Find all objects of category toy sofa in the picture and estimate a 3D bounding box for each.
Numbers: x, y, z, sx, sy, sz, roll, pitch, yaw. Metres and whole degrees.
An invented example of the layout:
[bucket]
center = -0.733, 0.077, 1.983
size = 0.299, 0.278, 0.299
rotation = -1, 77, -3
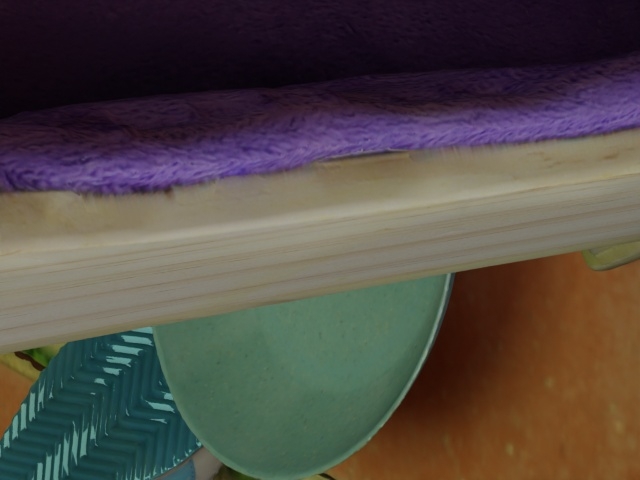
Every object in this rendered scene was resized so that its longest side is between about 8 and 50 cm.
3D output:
[toy sofa]
center = -0.009, -0.061, 0.526
size = 0.177, 0.362, 0.150
rotation = -31, 72, 55

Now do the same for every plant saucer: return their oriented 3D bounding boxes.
[plant saucer]
center = 0.000, 0.000, 0.760
size = 0.195, 0.037, 0.195
rotation = -13, 74, 50

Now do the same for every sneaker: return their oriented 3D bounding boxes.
[sneaker]
center = -0.090, 0.106, 0.874
size = 0.228, 0.092, 0.087
rotation = -46, 58, 22
